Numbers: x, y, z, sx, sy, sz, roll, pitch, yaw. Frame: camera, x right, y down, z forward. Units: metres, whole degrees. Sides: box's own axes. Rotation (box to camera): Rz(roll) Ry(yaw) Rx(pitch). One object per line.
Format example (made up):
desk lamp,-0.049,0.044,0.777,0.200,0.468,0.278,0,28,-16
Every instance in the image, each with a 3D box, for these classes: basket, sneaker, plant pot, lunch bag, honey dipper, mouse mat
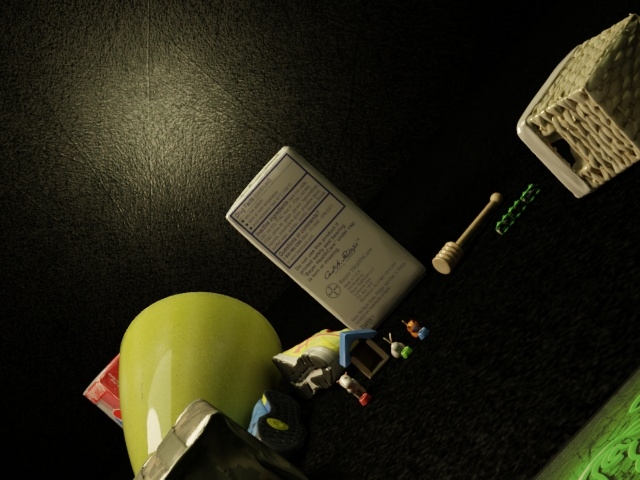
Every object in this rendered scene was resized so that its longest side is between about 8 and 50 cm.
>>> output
basket,0.309,-0.148,0.955,0.167,0.113,0.103,-50,9,-32
sneaker,0.000,0.179,1.338,0.094,0.081,0.208,-42,8,-26
plant pot,-0.194,0.270,1.362,0.275,0.275,0.293,-46,20,19
lunch bag,-0.152,0.320,0.914,0.287,0.169,0.235,-54,4,-12
honey dipper,0.212,-0.014,1.253,0.160,0.030,0.030,-47,3,-31
mouse mat,0.170,0.130,0.502,0.189,0.007,0.152,-46,4,2
sneaker,-0.066,0.273,1.210,0.209,0.069,0.082,-112,45,-82

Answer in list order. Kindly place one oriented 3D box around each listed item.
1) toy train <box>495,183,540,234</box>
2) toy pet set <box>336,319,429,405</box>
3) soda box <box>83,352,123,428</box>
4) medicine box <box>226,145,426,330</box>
toy train,0.254,-0.040,1.144,0.083,0.017,0.023,-48,-5,-11
toy pet set,0.062,0.134,1.118,0.122,0.065,0.114,-47,4,-6
soda box,-0.298,0.324,1.624,0.083,0.263,0.092,-41,8,49
medicine box,0.000,0.000,1.442,0.149,0.289,0.263,-48,4,-1
